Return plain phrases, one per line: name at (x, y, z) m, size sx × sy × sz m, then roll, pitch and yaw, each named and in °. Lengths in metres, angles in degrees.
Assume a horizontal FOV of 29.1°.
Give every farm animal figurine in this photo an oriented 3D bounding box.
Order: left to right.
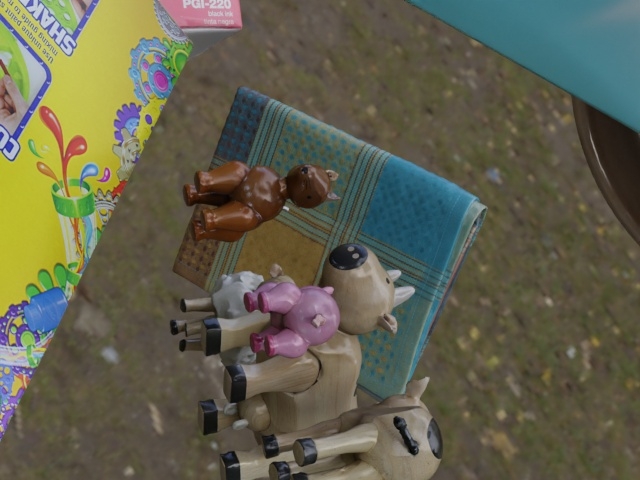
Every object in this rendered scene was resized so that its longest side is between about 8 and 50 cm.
farm animal figurine at (0.002, 0.099, 1.029) m, size 0.172 × 0.327 × 0.330 m, roll -8°, pitch 54°, yaw -19°

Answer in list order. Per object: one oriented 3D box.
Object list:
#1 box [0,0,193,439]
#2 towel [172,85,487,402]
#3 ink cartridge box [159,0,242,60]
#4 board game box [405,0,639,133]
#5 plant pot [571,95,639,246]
box at (-0.257, -0.026, 0.587) m, size 0.177 × 0.290 × 0.279 m, roll 51°, pitch 39°, yaw -33°
towel at (0.000, 0.000, 1.506) m, size 0.370 × 0.271 × 0.040 m, roll 29°, pitch 14°, yaw 28°
ink cartridge box at (-0.150, -0.276, 1.106) m, size 0.092 × 0.158 × 0.218 m, roll -8°, pitch 89°, yaw -28°
board game box at (0.186, -0.165, 0.509) m, size 0.336 × 0.254 × 0.079 m, roll 26°, pitch 27°, yaw -13°
plant pot at (0.343, -0.111, 0.853) m, size 0.229 × 0.263 × 0.263 m, roll -26°, pitch 77°, yaw -28°
